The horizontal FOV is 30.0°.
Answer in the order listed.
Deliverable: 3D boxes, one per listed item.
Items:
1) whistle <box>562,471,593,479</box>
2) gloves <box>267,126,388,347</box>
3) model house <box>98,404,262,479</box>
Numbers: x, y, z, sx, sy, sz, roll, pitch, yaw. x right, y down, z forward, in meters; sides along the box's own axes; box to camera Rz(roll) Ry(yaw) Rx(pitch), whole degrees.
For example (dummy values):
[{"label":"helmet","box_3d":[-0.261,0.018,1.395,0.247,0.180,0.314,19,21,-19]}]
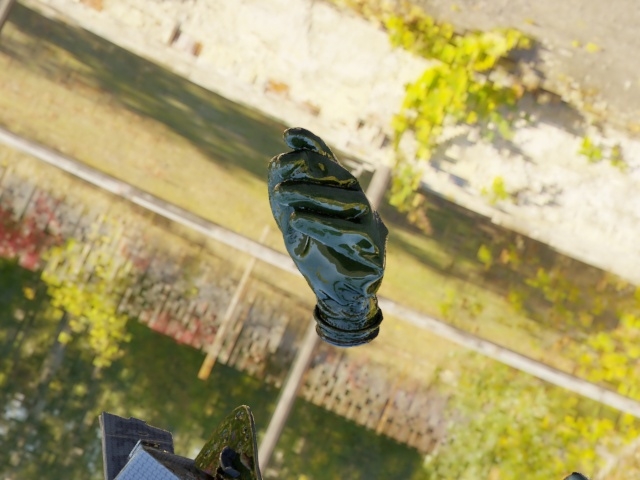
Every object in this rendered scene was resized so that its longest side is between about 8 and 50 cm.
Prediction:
[{"label":"whistle","box_3d":[0.334,0.347,1.102,0.163,0.163,0.289,34,-174,-47]},{"label":"gloves","box_3d":[0.010,-0.005,1.225,0.135,0.107,0.268,23,146,38]},{"label":"model house","box_3d":[-0.105,0.168,0.799,0.088,0.117,0.167,34,-165,-24]}]
